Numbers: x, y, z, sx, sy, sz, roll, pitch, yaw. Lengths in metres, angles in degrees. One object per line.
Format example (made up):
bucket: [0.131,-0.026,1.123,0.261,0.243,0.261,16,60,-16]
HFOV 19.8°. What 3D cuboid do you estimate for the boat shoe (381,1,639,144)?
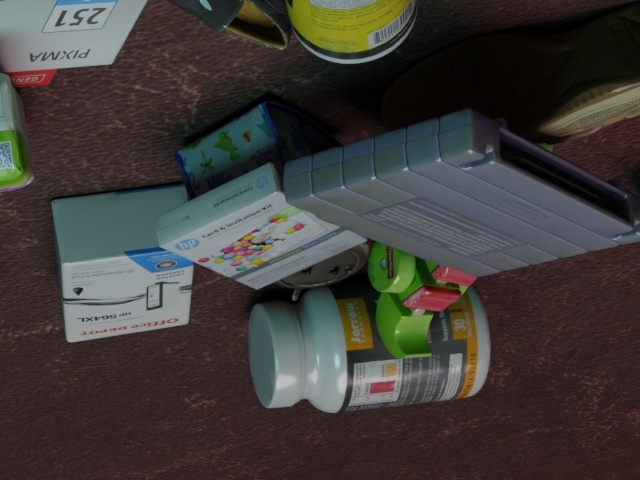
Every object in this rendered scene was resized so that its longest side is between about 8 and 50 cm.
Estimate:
boat shoe: [0.232,-0.144,1.859,0.341,0.122,0.110,-14,154,-1]

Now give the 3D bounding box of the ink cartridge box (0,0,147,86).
ink cartridge box: [-0.317,-0.170,1.569,0.296,0.066,0.261,-8,155,-32]

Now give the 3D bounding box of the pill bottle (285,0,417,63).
pill bottle: [0.019,-0.250,1.549,0.119,0.119,0.208,-13,154,0]

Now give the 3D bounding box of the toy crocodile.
toy crocodile: [0.159,0.002,2.108,0.115,0.105,0.340,8,133,-34]

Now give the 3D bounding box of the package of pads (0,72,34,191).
package of pads: [-0.376,-0.081,1.615,0.229,0.101,0.296,-9,-179,-7]

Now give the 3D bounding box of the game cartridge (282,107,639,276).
game cartridge: [0.152,-0.042,1.853,0.230,0.068,0.355,-9,161,35]

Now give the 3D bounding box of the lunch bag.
lunch bag: [-0.055,-0.072,1.915,0.129,0.096,0.151,-26,163,25]

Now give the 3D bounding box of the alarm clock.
alarm clock: [0.000,0.000,2.119,0.129,0.064,0.192,1,148,-26]

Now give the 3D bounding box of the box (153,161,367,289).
box: [-0.058,-0.012,1.881,0.145,0.038,0.186,-24,153,22]

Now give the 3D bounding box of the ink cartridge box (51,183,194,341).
ink cartridge box: [-0.219,0.027,2.040,0.148,0.086,0.203,-8,153,-10]

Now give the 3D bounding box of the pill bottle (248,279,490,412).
pill bottle: [0.059,0.130,2.288,0.278,0.162,0.162,-5,153,-17]

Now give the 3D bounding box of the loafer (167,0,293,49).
loafer: [-0.089,-0.216,1.633,0.170,0.061,0.062,10,147,-37]
